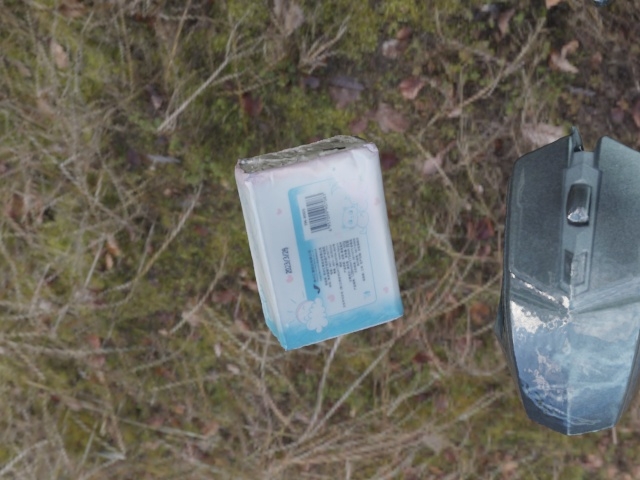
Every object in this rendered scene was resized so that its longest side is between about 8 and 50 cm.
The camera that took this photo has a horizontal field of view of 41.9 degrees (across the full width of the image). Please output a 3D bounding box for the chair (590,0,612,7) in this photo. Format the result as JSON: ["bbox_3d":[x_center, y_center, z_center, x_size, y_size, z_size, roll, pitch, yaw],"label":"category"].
[{"bbox_3d":[0.449,-0.514,0.831,0.365,0.362,0.410,8,160,32],"label":"chair"}]

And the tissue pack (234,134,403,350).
[{"bbox_3d":[-0.002,0.001,1.201,0.201,0.124,0.271,-17,110,-19],"label":"tissue pack"}]

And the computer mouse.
[{"bbox_3d":[0.189,0.028,0.614,0.126,0.231,0.071,5,178,23],"label":"computer mouse"}]
